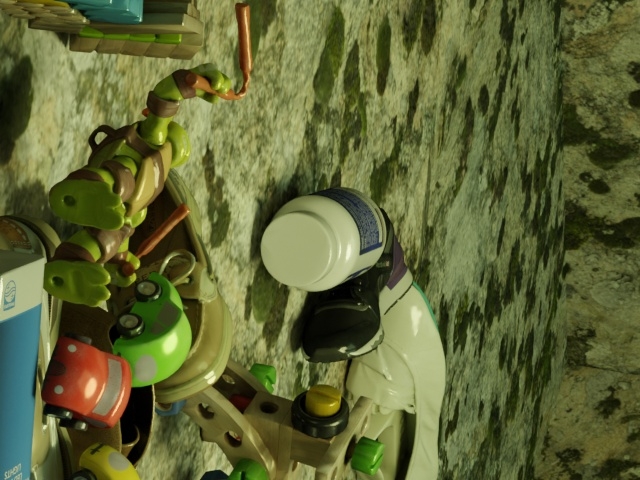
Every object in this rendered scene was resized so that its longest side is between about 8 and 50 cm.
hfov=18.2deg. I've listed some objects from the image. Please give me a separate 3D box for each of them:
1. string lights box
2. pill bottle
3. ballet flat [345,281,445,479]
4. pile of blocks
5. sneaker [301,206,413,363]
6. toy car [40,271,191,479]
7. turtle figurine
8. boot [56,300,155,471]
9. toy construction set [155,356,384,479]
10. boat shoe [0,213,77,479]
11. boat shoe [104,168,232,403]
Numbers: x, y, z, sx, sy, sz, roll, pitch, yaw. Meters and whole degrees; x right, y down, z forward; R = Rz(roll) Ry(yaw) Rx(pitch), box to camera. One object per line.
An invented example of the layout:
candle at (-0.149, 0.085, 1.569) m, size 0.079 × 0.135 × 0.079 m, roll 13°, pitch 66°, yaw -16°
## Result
string lights box at (-0.275, 0.133, 1.402) m, size 0.077 × 0.133 × 0.260 m, roll -31°, pitch 128°, yaw -70°
pill bottle at (0.000, 0.000, 2.304) m, size 0.186 × 0.112 × 0.112 m, roll -19°, pitch 117°, yaw -72°
ballet flat at (0.095, 0.227, 2.753) m, size 0.139 × 0.139 × 0.400 m, roll -64°, pitch 157°, yaw -45°
pile of blocks at (-0.174, -0.222, 1.539) m, size 0.362 × 0.149 × 0.113 m, roll 14°, pitch 78°, yaw -75°
sneaker at (0.030, 0.050, 2.504) m, size 0.283 × 0.107 × 0.124 m, roll -58°, pitch 137°, yaw -61°
toy car at (-0.145, 0.113, 1.543) m, size 0.225 × 0.053 × 0.239 m, roll -67°, pitch 164°, yaw -45°
turtle figurine at (-0.146, -0.057, 1.557) m, size 0.269 × 0.087 × 0.217 m, roll -61°, pitch 177°, yaw 31°
boot at (-0.205, 0.195, 1.683) m, size 0.112 × 0.115 × 0.305 m, roll -29°, pitch 127°, yaw -54°
toy construction set at (-0.038, 0.226, 2.070) m, size 0.309 × 0.237 × 0.257 m, roll -23°, pitch 121°, yaw -71°
boat shoe at (-0.256, 0.132, 1.533) m, size 0.103 × 0.113 × 0.302 m, roll -9°, pitch 97°, yaw -72°
boat shoe at (-0.147, 0.024, 1.748) m, size 0.285 × 0.104 × 0.089 m, roll -109°, pitch 177°, yaw -49°
